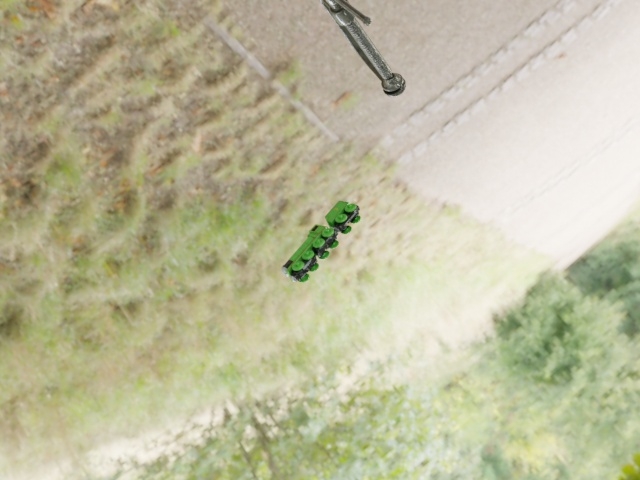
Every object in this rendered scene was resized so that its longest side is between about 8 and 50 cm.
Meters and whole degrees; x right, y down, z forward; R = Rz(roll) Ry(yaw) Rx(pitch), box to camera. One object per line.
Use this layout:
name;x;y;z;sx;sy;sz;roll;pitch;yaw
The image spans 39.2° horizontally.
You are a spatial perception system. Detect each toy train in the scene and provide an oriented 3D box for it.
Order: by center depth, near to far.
toy train;0.000;0.000;0.666;0.083;0.023;0.017;-48;132;-29

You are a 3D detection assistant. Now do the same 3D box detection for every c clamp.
c clamp;0.032;-0.176;0.782;0.022;0.137;0.160;-41;145;5
